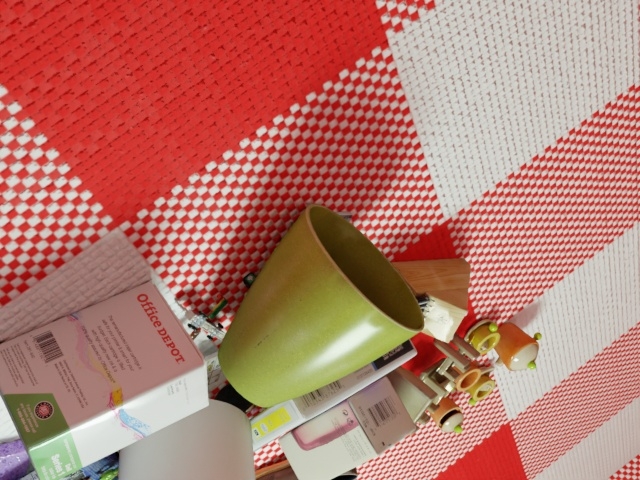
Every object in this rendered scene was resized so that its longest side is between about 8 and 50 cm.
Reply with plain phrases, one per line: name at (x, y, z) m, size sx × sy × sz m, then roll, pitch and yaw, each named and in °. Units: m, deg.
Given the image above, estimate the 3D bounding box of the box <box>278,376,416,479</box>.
box at (0.052, 0.395, 1.904) m, size 0.232 × 0.127 × 0.149 m, roll -37°, pitch 169°, yaw 38°

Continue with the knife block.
knife block at (0.169, 0.091, 1.846) m, size 0.275 × 0.242 × 0.088 m, roll -67°, pitch -177°, yaw -60°

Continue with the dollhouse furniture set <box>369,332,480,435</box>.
dollhouse furniture set at (0.199, 0.301, 2.056) m, size 0.212 × 0.161 × 0.242 m, roll -57°, pitch 162°, yaw 21°

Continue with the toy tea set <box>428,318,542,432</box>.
toy tea set at (0.396, 0.338, 2.231) m, size 0.200 × 0.124 × 0.336 m, roll -3°, pitch 129°, yaw -39°

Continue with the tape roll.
tape roll at (-0.238, 0.416, 1.666) m, size 0.246 × 0.169 × 0.246 m, roll -6°, pitch 139°, yaw -5°

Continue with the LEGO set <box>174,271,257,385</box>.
LEGO set at (-0.185, 0.159, 1.645) m, size 0.182 × 0.060 × 0.244 m, roll -20°, pitch 141°, yaw -43°

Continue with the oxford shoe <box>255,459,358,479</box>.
oxford shoe at (-0.086, 0.568, 2.043) m, size 0.364 × 0.133 × 0.130 m, roll -35°, pitch 143°, yaw -7°

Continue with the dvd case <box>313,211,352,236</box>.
dvd case at (0.000, 0.000, 1.650) m, size 0.087 × 0.013 × 0.119 m, roll -2°, pitch 127°, yaw -39°

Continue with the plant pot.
plant pot at (-0.027, 0.136, 1.558) m, size 0.293 × 0.275 × 0.275 m, roll -43°, pitch 143°, yaw 16°

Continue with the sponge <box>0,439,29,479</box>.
sponge at (-0.589, 0.395, 1.527) m, size 0.210 × 0.031 × 0.117 m, roll -5°, pitch 131°, yaw -38°

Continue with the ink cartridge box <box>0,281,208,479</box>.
ink cartridge box at (-0.336, 0.211, 1.418) m, size 0.278 × 0.201 × 0.117 m, roll -24°, pitch 140°, yaw -22°

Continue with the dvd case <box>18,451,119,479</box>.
dvd case at (-0.476, 0.433, 1.633) m, size 0.253 × 0.022 × 0.180 m, roll -31°, pitch 158°, yaw -13°

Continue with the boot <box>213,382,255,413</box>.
boot at (-0.121, 0.303, 1.794) m, size 0.219 × 0.082 × 0.106 m, roll -43°, pitch 140°, yaw 1°

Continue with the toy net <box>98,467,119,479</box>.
toy net at (-0.454, 0.497, 1.702) m, size 0.232 × 0.045 × 0.122 m, roll -31°, pitch 165°, yaw -12°

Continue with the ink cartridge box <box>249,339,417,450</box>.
ink cartridge box at (-0.005, 0.303, 1.819) m, size 0.304 × 0.072 × 0.307 m, roll -25°, pitch 172°, yaw -39°
